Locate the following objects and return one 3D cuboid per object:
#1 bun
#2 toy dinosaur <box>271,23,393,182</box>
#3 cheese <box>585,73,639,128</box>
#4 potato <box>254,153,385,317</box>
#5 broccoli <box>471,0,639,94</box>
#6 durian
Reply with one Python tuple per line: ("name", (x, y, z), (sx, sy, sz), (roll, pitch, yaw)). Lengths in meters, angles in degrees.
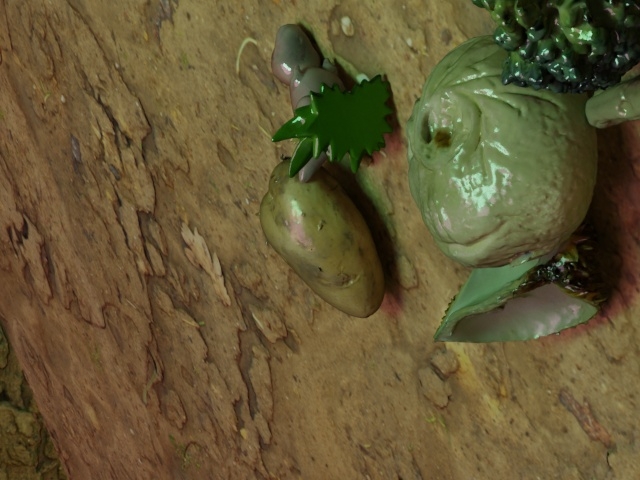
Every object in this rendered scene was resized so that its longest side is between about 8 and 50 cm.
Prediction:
("bun", (0.168, -0.085, 1.496), (0.244, 0.153, 0.244), (-16, 71, 62))
("toy dinosaur", (-0.017, -0.162, 1.795), (0.177, 0.152, 0.194), (22, 128, 60))
("cheese", (0.320, -0.142, 1.346), (0.043, 0.065, 0.194), (59, 151, -8))
("potato", (-0.001, -0.002, 1.915), (0.235, 0.128, 0.161), (59, 178, -40))
("broccoli", (0.188, -0.254, 1.311), (0.275, 0.198, 0.177), (55, 145, 8))
("durian", (0.230, 0.055, 1.596), (0.252, 0.139, 0.144), (-22, 102, 54))
